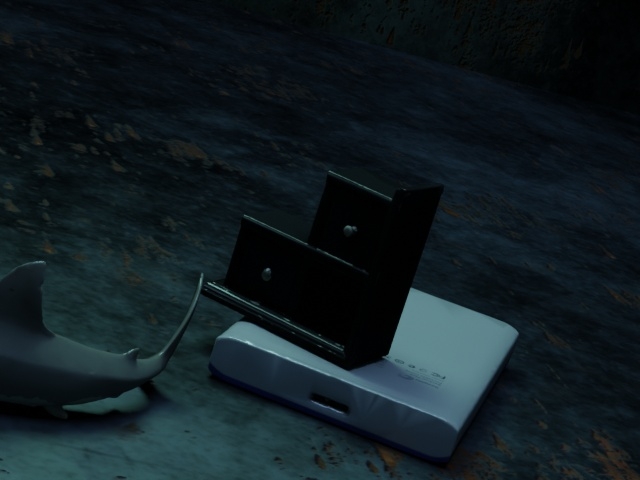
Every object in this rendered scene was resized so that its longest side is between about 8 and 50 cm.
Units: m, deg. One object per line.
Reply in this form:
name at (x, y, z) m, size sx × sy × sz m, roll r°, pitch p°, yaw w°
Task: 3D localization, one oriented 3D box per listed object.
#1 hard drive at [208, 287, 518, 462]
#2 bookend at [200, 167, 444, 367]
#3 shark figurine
hard drive at (0.049, 0.097, 1.508) m, size 0.210 × 0.040 × 0.318 m, roll 20°, pitch 15°, yaw 11°
bookend at (0.000, 0.000, 1.416) m, size 0.156 × 0.157 × 0.072 m, roll 26°, pitch 17°, yaw 25°
shark figurine at (-0.194, 0.065, 1.220) m, size 0.278 × 0.116 × 0.166 m, roll 7°, pitch 19°, yaw -29°
